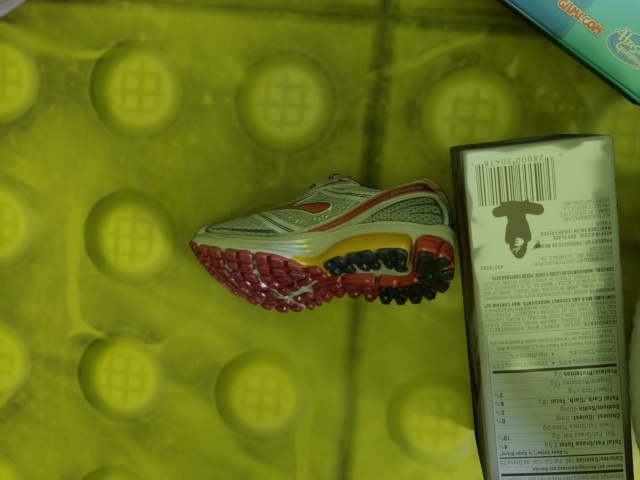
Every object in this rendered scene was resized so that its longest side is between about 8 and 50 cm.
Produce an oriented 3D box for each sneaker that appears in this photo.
[{"bbox_3d":[0.000,0.000,0.585,0.226,0.092,0.088,-3,142,23],"label":"sneaker"}]

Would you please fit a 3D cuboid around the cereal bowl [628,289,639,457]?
[{"bbox_3d":[0.327,0.076,0.486,0.339,0.141,0.338,-2,95,-25],"label":"cereal bowl"}]

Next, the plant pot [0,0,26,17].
[{"bbox_3d":[-0.269,-0.235,0.547,0.238,0.237,0.109,-24,134,10],"label":"plant pot"}]

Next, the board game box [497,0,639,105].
[{"bbox_3d":[0.225,-0.298,0.478,0.254,0.079,0.336,40,110,6],"label":"board game box"}]

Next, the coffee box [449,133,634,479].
[{"bbox_3d":[0.156,0.049,0.540,0.098,0.141,0.246,-5,98,9],"label":"coffee box"}]
